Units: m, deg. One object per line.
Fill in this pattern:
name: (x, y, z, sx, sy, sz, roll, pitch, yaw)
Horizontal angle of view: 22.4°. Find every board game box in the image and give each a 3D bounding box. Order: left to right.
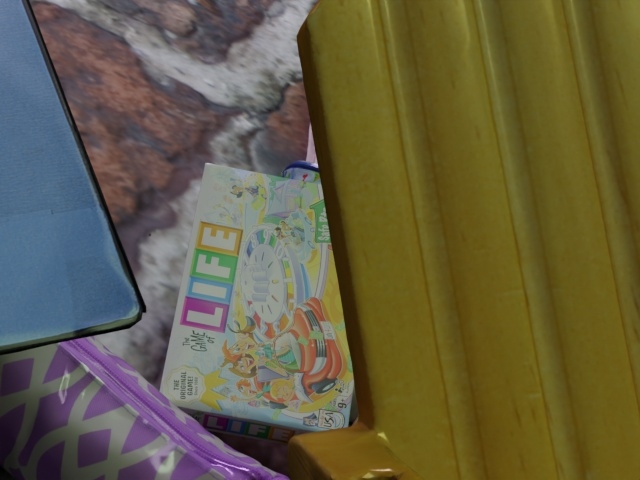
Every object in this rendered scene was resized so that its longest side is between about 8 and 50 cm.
board game box: (-0.028, 0.036, 0.903, 0.103, 0.026, 0.154, 10, 60, -3)

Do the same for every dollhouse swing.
dollhouse swing: (0.175, 0.022, 0.537, 0.346, 0.305, 0.315, -6, 6, -12)

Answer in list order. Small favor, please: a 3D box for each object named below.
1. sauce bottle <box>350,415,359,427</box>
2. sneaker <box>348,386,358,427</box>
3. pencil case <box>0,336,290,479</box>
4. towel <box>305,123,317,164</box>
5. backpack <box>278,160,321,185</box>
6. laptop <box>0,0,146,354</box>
sauce bottle: (0.104, 0.044, 0.781, 0.111, 0.344, 0.111, 23, 24, -11)
sneaker: (0.085, 0.120, 0.936, 0.258, 0.091, 0.094, 16, 25, 17)
pencil case: (-0.108, 0.084, 0.770, 0.206, 0.088, 0.086, 38, 27, 13)
towel: (0.138, -0.018, 1.297, 0.331, 0.053, 0.317, 27, 25, -8)
backpack: (0.000, 0.000, 1.011, 0.105, 0.084, 0.114, 28, -6, -8)
laptop: (-0.308, -0.139, 0.610, 0.382, 0.236, 0.408, 64, 8, 33)
